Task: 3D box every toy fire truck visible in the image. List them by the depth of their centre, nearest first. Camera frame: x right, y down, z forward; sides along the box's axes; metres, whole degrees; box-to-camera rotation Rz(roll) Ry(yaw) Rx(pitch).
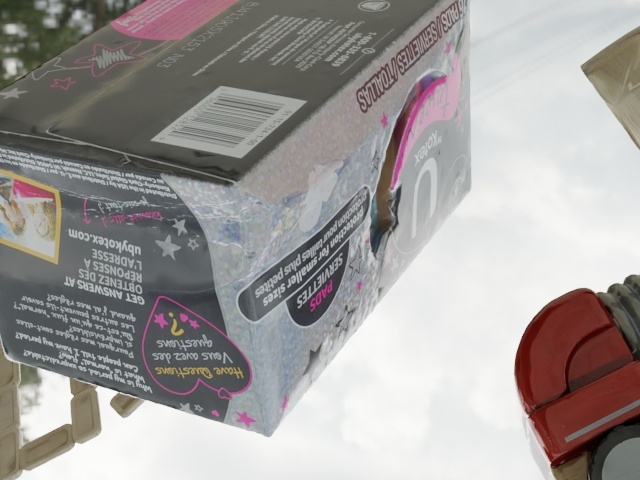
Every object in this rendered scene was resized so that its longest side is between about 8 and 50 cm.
[{"bbox_3d":[0.198,0.028,0.669,0.217,0.158,0.246,-27,-115,0],"label":"toy fire truck"}]

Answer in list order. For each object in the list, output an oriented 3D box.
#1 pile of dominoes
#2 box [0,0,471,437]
[{"bbox_3d":[-0.242,0.119,1.177,0.196,0.040,0.251,-27,-138,8],"label":"pile of dominoes"},{"bbox_3d":[-0.036,-0.038,0.599,0.163,0.142,0.247,13,-143,25],"label":"box"}]
